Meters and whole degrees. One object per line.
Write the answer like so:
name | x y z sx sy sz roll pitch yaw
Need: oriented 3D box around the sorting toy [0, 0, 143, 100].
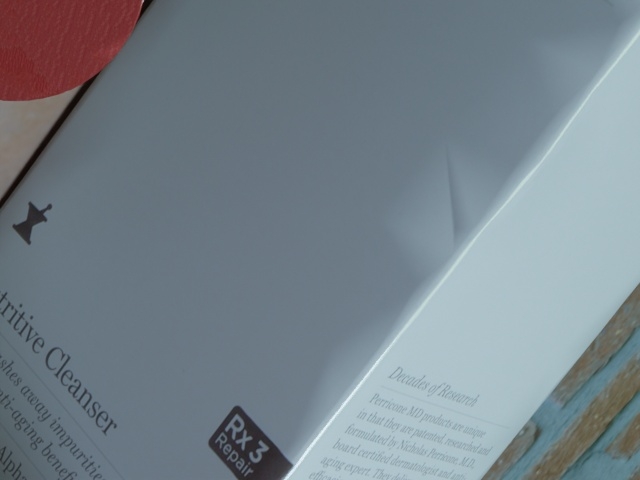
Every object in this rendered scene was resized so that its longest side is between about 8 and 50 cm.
sorting toy | -0.057 -0.230 0.592 0.365 0.127 0.126 -69 170 26

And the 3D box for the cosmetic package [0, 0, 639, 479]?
cosmetic package | 0.000 0.000 0.765 0.385 0.217 0.156 -55 146 9
